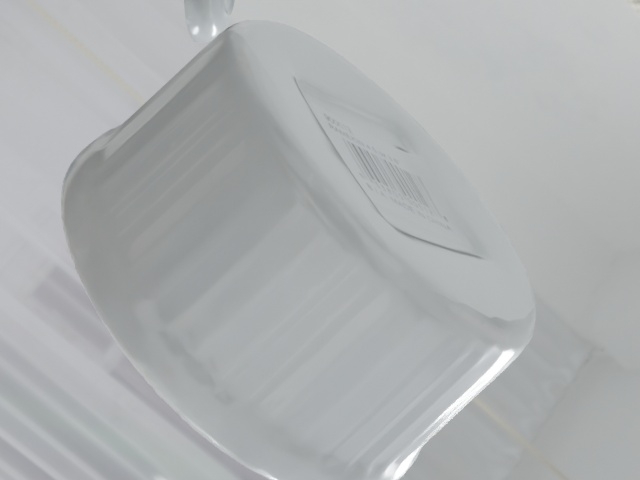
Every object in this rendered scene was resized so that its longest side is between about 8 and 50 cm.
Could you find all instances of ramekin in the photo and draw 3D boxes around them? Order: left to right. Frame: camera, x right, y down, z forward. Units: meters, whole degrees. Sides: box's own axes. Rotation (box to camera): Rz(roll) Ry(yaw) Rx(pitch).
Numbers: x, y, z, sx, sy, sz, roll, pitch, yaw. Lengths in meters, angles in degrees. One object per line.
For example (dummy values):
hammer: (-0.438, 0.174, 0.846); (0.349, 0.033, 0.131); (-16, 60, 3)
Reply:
ramekin: (0.000, 0.000, 0.606); (0.135, 0.277, 0.277); (-43, -169, 22)

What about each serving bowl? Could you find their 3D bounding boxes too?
serving bowl: (-0.089, -0.207, 0.851); (0.083, 0.027, 0.083); (6, 90, -80)
